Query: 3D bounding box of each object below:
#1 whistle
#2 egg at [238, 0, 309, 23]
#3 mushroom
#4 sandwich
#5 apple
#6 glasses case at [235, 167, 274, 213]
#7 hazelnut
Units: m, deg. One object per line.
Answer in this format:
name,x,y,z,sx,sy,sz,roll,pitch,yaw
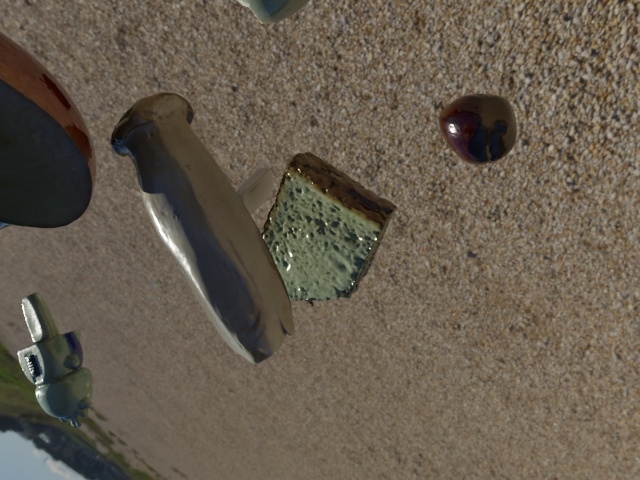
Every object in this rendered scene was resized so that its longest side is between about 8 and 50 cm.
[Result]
whistle,-0.458,0.208,0.896,0.110,0.092,0.244,-23,87,29
egg,-0.113,-0.785,1.426,0.278,0.336,0.278,46,-171,-10
mushroom,-0.165,-0.015,0.750,0.407,0.138,0.154,63,178,8
sandwich,-0.001,0.000,1.179,0.262,0.131,0.325,32,119,13
apple,-0.490,-0.122,0.625,0.295,0.328,0.365,19,156,36
glasses case,-0.173,-0.130,1.361,0.049,0.193,0.074,4,122,22
hazelnut,0.471,-0.343,1.542,0.234,0.218,0.218,34,155,-34
